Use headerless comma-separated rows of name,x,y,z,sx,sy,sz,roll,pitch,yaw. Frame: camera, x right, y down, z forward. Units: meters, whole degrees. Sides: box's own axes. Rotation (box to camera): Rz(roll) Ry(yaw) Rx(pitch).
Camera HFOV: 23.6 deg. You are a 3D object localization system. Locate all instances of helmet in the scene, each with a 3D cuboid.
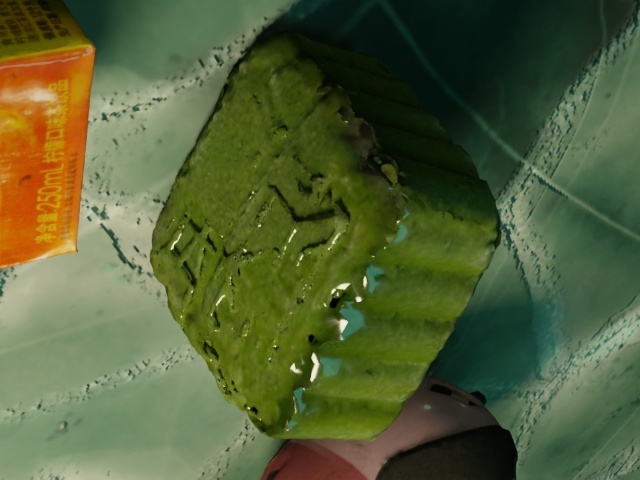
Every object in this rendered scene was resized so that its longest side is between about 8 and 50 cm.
helmet,0.037,0.200,1.252,0.253,0.154,0.198,-19,163,5

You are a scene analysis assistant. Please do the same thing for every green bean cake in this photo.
green bean cake,0.000,0.000,0.965,0.113,0.200,0.214,5,126,-41

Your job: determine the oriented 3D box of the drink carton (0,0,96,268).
drink carton,-0.297,-0.040,0.753,0.351,0.111,0.155,-14,138,-28
